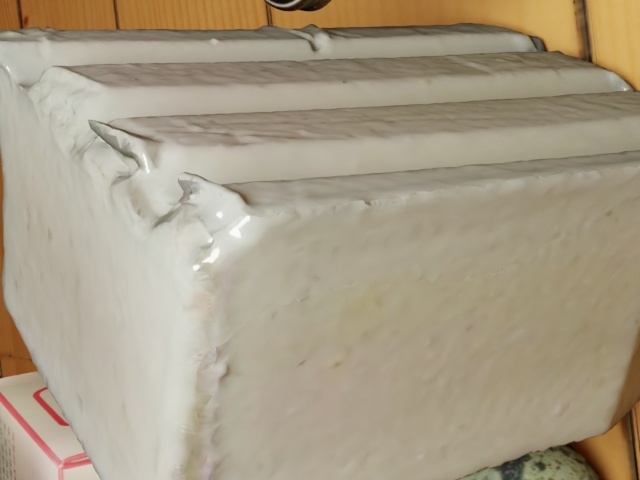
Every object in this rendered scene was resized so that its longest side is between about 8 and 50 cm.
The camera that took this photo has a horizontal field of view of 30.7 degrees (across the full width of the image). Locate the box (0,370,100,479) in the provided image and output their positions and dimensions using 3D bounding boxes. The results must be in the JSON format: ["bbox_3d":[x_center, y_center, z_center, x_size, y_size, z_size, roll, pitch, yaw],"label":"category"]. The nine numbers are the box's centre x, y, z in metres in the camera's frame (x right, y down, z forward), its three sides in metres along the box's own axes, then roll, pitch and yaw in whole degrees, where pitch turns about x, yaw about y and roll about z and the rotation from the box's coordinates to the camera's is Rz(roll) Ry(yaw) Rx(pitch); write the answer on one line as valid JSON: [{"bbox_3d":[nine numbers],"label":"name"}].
[{"bbox_3d":[-0.205,0.320,1.388,0.312,0.300,0.314,21,115,59],"label":"box"}]

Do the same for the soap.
[{"bbox_3d":[0.034,-0.007,0.757,0.350,0.435,0.213,34,125,50],"label":"soap"}]

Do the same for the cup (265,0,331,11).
[{"bbox_3d":[0.062,-0.259,0.788,0.196,0.280,0.196,34,129,56],"label":"cup"}]

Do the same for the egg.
[{"bbox_3d":[0.150,0.213,0.903,0.172,0.132,0.132,148,112,-74],"label":"egg"}]
